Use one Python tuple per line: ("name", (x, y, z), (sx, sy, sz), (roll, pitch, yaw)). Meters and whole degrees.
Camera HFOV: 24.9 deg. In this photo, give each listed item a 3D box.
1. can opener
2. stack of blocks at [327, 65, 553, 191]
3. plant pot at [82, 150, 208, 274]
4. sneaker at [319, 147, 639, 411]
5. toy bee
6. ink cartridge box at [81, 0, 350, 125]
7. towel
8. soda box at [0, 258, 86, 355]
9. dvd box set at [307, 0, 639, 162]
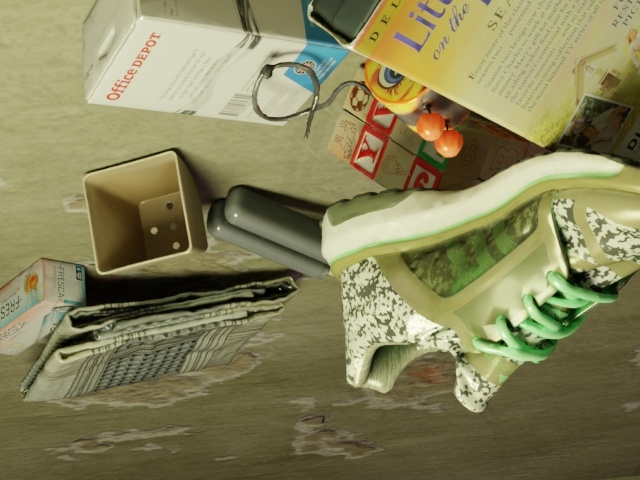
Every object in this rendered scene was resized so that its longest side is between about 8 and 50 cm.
("can opener", (0.000, 0.000, 1.665), (0.280, 0.093, 0.074), (19, 145, -30))
("stack of blocks", (0.179, -0.073, 1.407), (0.297, 0.171, 0.087), (10, 108, -36))
("plant pot", (-0.174, -0.022, 1.532), (0.109, 0.109, 0.096), (-14, 168, 17))
("sneaker", (0.160, 0.045, 1.138), (0.158, 0.182, 0.410), (15, 163, -38))
("toy bee", (0.103, -0.145, 1.129), (0.195, 0.162, 0.298), (11, 127, -34))
("ink cartridge box", (-0.091, -0.170, 1.227), (0.191, 0.082, 0.139), (6, 153, -27))
("towel", (-0.213, 0.138, 1.871), (0.312, 0.056, 0.324), (-8, 162, -24))
("soda box", (-0.359, 0.084, 1.775), (0.063, 0.058, 0.183), (12, 151, -37))
("dvd box set", (0.215, -0.209, 1.038), (0.420, 0.062, 0.307), (19, 107, -46))
